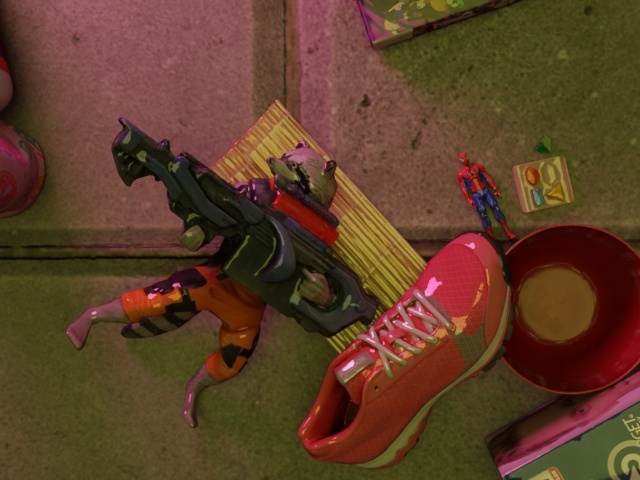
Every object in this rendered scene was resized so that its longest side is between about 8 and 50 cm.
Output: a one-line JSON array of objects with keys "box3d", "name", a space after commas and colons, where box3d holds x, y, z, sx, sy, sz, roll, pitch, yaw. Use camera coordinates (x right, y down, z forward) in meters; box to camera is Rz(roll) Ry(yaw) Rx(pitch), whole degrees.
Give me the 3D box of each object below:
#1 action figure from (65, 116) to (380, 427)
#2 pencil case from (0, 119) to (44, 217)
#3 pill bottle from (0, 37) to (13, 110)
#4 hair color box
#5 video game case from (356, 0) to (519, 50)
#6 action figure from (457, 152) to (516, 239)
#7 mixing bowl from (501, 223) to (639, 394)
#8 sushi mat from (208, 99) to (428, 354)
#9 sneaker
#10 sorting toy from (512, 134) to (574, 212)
[{"box3d": [-0.123, 0.007, 0.974, 0.330, 0.178, 0.341, -43, 111, 4], "name": "action figure"}, {"box3d": [-0.391, -0.086, 0.951, 0.124, 0.284, 0.124, 0, 89, 1], "name": "pencil case"}, {"box3d": [-0.475, -0.292, 1.012, 0.182, 0.181, 0.322, -15, 89, 4], "name": "pill bottle"}, {"box3d": [0.355, 0.186, 0.941, 0.347, 0.174, 0.105, -31, 87, 3], "name": "hair color box"}, {"box3d": [0.124, -0.364, 1.032, 0.210, 0.042, 0.232, -17, 88, 4], "name": "video game case"}, {"box3d": [0.189, -0.050, 1.032, 0.038, 0.030, 0.115, -27, 85, 9], "name": "action figure"}, {"box3d": [0.268, 0.072, 0.988, 0.181, 0.098, 0.181, 0, 90, 4], "name": "mixing bowl"}, {"box3d": [0.000, 0.000, 1.050, 0.151, 0.019, 0.316, -42, 86, 4], "name": "sushi mat"}, {"box3d": [0.086, 0.127, 0.933, 0.116, 0.136, 0.314, 47, 116, 37], "name": "sneaker"}, {"box3d": [0.256, -0.078, 1.033, 0.062, 0.012, 0.083, -13, 89, 5], "name": "sorting toy"}]
